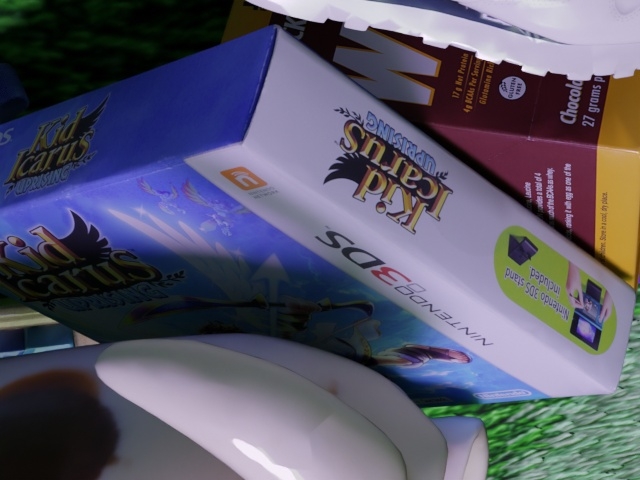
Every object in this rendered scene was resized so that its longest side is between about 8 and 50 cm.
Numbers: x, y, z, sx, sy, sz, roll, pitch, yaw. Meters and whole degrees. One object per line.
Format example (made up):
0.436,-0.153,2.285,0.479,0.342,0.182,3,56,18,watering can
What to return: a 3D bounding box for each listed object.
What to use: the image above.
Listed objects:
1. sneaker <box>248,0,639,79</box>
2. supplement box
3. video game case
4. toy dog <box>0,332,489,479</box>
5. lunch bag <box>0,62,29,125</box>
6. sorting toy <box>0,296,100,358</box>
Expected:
0.074,-0.129,0.610,0.235,0.090,0.094,3,137,-23,sneaker
0.069,-0.064,0.777,0.194,0.129,0.191,9,155,14,supplement box
-0.030,0.012,0.765,0.244,0.061,0.270,33,151,-34,video game case
-0.151,0.158,0.730,0.408,0.284,0.395,10,158,12,toy dog
-0.292,-0.025,0.840,0.293,0.138,0.221,-25,147,0,lunch bag
-0.293,0.114,1.117,0.307,0.041,0.229,-7,149,-6,sorting toy
